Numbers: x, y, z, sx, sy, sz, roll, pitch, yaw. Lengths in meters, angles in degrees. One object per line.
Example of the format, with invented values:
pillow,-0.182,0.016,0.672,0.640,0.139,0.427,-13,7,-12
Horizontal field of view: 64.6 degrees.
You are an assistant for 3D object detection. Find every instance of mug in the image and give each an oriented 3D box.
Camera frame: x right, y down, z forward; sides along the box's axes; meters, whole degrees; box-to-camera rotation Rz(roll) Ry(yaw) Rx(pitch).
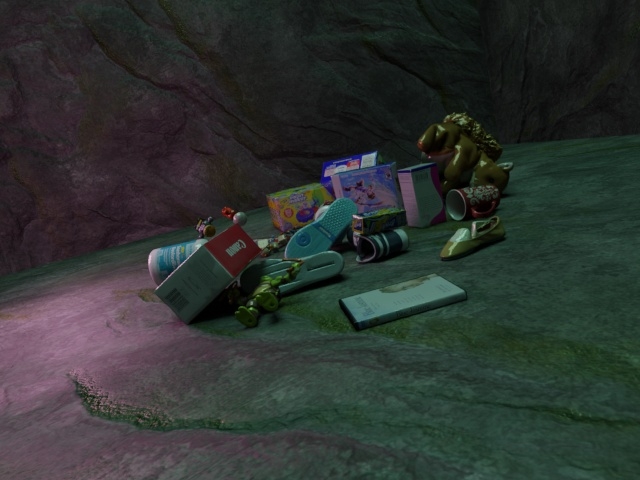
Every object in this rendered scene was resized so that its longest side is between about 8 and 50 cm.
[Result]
mug,0.567,-0.129,1.842,0.169,0.150,0.113,-13,-26,-22

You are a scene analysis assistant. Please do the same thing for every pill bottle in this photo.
pill bottle,0.039,-0.098,2.183,0.121,0.121,0.221,-12,11,8
pill bottle,-0.484,0.077,1.870,0.264,0.146,0.146,-13,11,5

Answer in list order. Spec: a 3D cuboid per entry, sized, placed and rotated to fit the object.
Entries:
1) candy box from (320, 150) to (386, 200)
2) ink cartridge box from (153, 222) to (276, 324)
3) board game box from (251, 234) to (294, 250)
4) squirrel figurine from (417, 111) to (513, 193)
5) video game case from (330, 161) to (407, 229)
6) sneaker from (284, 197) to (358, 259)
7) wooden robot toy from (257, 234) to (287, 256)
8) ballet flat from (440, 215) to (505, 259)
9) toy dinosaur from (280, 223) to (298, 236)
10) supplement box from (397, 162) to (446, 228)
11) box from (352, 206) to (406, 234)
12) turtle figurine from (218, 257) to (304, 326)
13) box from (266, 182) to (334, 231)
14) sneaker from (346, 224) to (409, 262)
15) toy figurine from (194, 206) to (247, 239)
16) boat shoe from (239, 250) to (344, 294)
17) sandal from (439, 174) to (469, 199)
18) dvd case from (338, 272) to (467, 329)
candy box,0.195,-0.233,2.223,0.268,0.122,0.317,-8,-31,32
ink cartridge box,-0.290,0.063,1.475,0.272,0.130,0.309,-42,5,14
board game box,-0.259,0.018,2.207,0.281,0.027,0.145,-5,13,36
squirrel figurine,0.640,-0.354,2.141,0.370,0.281,0.397,29,60,21
video game case,0.195,-0.170,2.036,0.269,0.244,0.061,-6,17,31
sneaker,0.000,0.000,1.821,0.319,0.127,0.208,-39,-10,-17
wooden robot toy,-0.213,0.039,2.017,0.173,0.076,0.079,-14,46,-2
ballet flat,0.425,-0.012,1.436,0.232,0.073,0.080,-19,12,-27
toy dinosaur,-0.144,-0.038,2.252,0.082,0.090,0.047,18,-31,-42
supplement box,0.376,-0.167,1.876,0.111,0.220,0.114,-16,10,-15
box,0.182,-0.063,1.572,0.168,0.054,0.059,-11,18,-30
turtle figurine,-0.159,0.146,1.317,0.269,0.087,0.217,-23,15,9
box,-0.100,-0.177,2.591,0.289,0.177,0.279,-15,11,-12
sneaker,0.137,0.002,1.640,0.153,0.099,0.282,-18,15,-32
toy figurine,-0.393,-0.016,2.080,0.209,0.213,0.148,-24,31,-29
boat shoe,-0.078,0.102,1.458,0.302,0.109,0.094,-10,-13,-1
sandal,0.548,-0.224,2.272,0.302,0.086,0.120,-27,51,-11
dvd case,0.178,0.132,1.149,0.253,0.022,0.180,-15,12,-7
